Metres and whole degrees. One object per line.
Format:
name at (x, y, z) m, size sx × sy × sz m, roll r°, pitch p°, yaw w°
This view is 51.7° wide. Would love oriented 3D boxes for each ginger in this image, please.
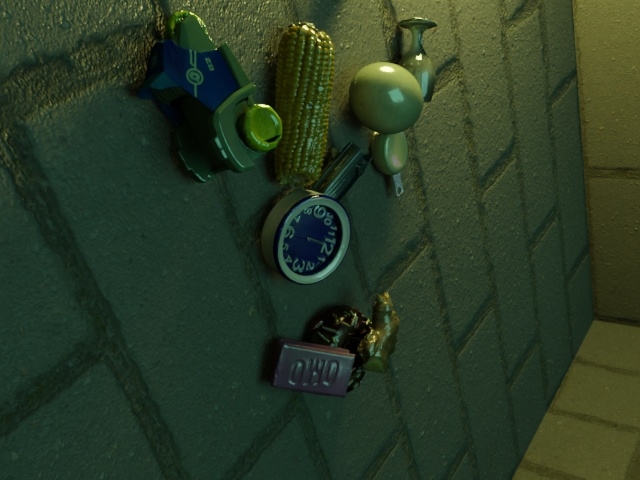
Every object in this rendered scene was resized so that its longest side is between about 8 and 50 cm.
ginger at (0.170, 0.258, 1.839) m, size 0.137 × 0.074 × 0.213 m, roll 39°, pitch 59°, yaw -50°

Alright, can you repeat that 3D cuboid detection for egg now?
egg at (0.181, -0.386, 1.807) m, size 0.253 × 0.187 × 0.186 m, roll 17°, pitch 82°, yaw -49°

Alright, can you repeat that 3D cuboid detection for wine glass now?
wine glass at (0.284, -0.529, 1.970) m, size 0.126 × 0.127 × 0.241 m, roll -6°, pitch 102°, yaw -52°

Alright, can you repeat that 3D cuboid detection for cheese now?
cheese at (0.216, -0.235, 1.980) m, size 0.137 × 0.064 × 0.227 m, roll -39°, pitch 124°, yaw -38°

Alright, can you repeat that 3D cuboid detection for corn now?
corn at (-0.041, -0.321, 1.573) m, size 0.144 × 0.144 × 0.386 m, roll -4°, pitch 97°, yaw -52°

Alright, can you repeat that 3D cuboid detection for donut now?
donut at (0.057, 0.307, 1.838) m, size 0.270 × 0.103 × 0.269 m, roll -14°, pitch 107°, yaw -52°

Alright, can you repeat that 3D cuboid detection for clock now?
clock at (-0.035, -0.008, 1.639) m, size 0.231 × 0.083 × 0.230 m, roll -16°, pitch 115°, yaw -36°

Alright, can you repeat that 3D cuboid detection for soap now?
soap at (-0.023, 0.324, 1.681) m, size 0.203 × 0.065 × 0.122 m, roll 12°, pitch 93°, yaw -19°

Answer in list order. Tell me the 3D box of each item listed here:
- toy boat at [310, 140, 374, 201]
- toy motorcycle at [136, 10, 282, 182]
toy boat at (0.030, -0.155, 1.746) m, size 0.246 × 0.103 × 0.093 m, roll -51°, pitch 148°, yaw -16°
toy motorcycle at (-0.244, -0.276, 1.308) m, size 0.200 × 0.191 × 0.326 m, roll -42°, pitch 112°, yaw -35°
